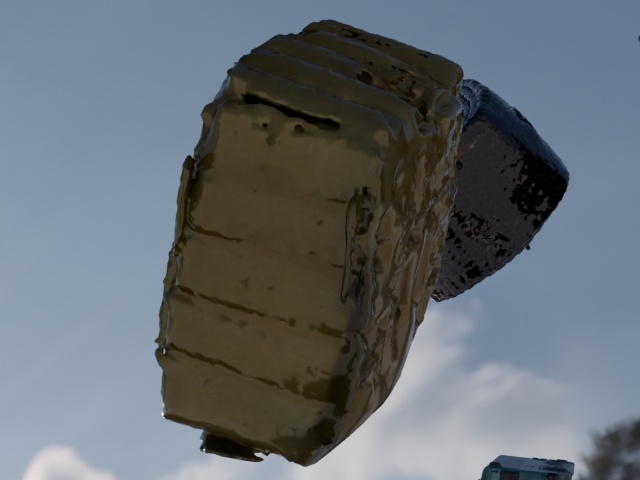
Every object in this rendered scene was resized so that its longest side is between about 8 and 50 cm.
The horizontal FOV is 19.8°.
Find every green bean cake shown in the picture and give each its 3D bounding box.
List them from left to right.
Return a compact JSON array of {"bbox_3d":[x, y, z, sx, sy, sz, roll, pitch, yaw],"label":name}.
[{"bbox_3d":[0.000,0.000,1.090,0.224,0.131,0.229,-46,-30,-64],"label":"green bean cake"}]

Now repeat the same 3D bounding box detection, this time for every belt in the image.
[{"bbox_3d":[0.134,-0.043,1.723,0.184,0.164,0.289,-47,10,6],"label":"belt"}]

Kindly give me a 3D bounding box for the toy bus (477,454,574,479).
[{"bbox_3d":[0.194,0.250,1.762,0.092,0.079,0.160,5,-1,10],"label":"toy bus"}]

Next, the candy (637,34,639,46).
[{"bbox_3d":[0.378,-0.081,1.578,0.100,0.306,0.157,-23,-65,5],"label":"candy"}]
